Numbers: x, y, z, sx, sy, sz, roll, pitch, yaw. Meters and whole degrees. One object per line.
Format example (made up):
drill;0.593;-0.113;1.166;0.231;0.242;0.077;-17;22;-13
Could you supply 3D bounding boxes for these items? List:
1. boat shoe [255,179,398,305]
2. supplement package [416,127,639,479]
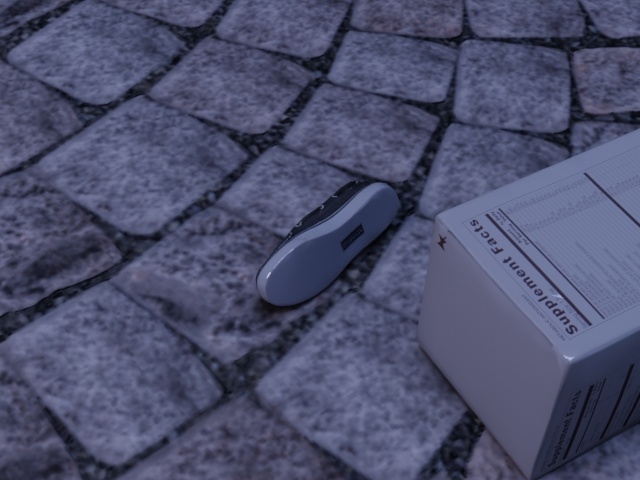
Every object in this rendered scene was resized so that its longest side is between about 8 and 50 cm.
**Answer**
boat shoe;0.000;0.000;0.804;0.040;0.049;0.142;20;46;41
supplement package;0.205;0.026;0.720;0.244;0.134;0.139;-22;52;-21
